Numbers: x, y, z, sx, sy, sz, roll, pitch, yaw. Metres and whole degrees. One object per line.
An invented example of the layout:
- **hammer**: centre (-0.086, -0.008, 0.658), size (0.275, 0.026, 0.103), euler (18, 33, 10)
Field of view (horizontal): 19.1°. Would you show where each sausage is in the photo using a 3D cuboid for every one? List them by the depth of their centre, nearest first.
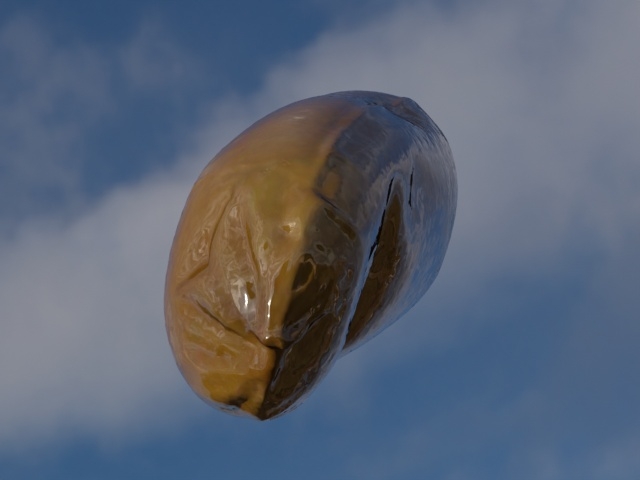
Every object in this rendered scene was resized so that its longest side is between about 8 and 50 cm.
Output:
- **sausage**: centre (-0.004, -0.003, 0.897), size (0.134, 0.116, 0.354), euler (-58, -5, 11)
